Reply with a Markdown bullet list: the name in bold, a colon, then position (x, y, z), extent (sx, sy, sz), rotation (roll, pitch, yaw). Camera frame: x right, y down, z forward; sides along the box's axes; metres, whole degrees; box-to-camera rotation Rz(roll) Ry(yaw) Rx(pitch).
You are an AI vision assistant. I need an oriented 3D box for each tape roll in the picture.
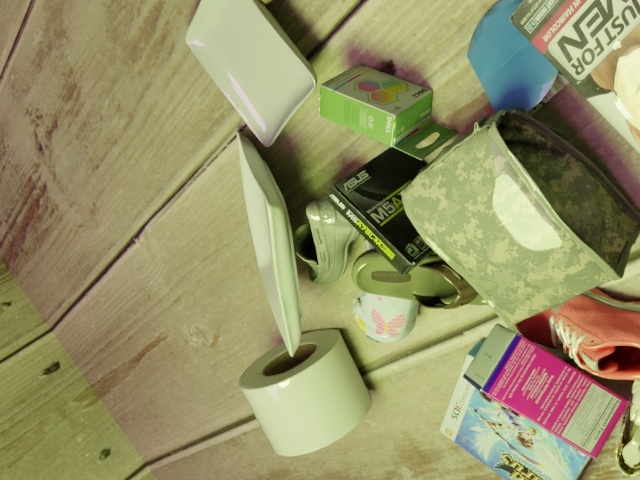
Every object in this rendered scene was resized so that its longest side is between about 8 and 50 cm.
- **tape roll**: position (-0.032, 0.322, 1.806), extent (0.246, 0.246, 0.169), rotation (-12, 107, 49)

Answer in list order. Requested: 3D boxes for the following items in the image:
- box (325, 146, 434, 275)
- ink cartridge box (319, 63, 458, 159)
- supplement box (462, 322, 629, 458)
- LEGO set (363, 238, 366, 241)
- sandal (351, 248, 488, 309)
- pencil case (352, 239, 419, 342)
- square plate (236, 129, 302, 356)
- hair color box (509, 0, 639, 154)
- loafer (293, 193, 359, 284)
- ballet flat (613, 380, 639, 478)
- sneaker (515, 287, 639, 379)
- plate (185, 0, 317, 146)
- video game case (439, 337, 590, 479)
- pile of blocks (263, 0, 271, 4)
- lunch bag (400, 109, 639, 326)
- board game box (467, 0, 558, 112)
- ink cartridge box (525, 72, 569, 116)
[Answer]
- **box**: position (0.136, -0.059, 1.396), extent (0.184, 0.190, 0.045), rotation (47, 143, 10)
- **ink cartridge box**: position (0.111, -0.214, 1.372), extent (0.209, 0.109, 0.062), rotation (28, 135, 30)
- **supplement box**: position (0.362, 0.241, 1.360), extent (0.220, 0.114, 0.111), rotation (33, 179, -6)
- **LEGO set**: position (0.067, -0.032, 1.619), extent (0.083, 0.023, 0.054), rotation (43, 140, 15)
- **sandal**: position (0.203, 0.076, 1.425), extent (0.302, 0.086, 0.120), rotation (-1, 124, 5)
- **pencil case**: position (0.130, 0.058, 1.548), extent (0.124, 0.113, 0.273), rotation (28, 134, 25)
- **square plate**: position (-0.098, -0.005, 1.674), extent (0.344, 0.049, 0.347), rotation (-116, 17, -57)
- **hair color box**: position (0.422, -0.227, 1.046), extent (0.347, 0.105, 0.174), rotation (48, 142, 8)
- **loafer**: position (0.000, 0.000, 1.592), extent (0.319, 0.111, 0.112), rotation (106, 155, -62)
- **ballet flat**: position (0.523, 0.293, 1.345), extent (0.091, 0.077, 0.241), rotation (23, 132, 34)
- **sneaker**: position (0.420, 0.144, 1.294), extent (0.313, 0.136, 0.116), rotation (4, 119, 45)
- **plate**: position (-0.125, -0.339, 1.549), extent (0.278, 0.045, 0.277), rotation (53, 151, 2)
- **video game case**: position (0.367, 0.346, 1.559), extent (0.269, 0.061, 0.244), rotation (33, 138, 24)
- **pile of blocks**: position (-0.057, -0.512, 1.295), extent (0.113, 0.149, 0.362), rotation (52, 142, 3)
- **lunch bag**: position (0.286, -0.045, 1.252), extent (0.287, 0.169, 0.235), rotation (44, 142, -6)
- **board game box**: position (0.283, -0.261, 1.198), extent (0.133, 0.033, 0.169), rotation (-44, 58, 42)
- **ink cartridge box**: position (0.317, -0.222, 1.218), extent (0.048, 0.028, 0.083), rotation (50, 141, 5)
